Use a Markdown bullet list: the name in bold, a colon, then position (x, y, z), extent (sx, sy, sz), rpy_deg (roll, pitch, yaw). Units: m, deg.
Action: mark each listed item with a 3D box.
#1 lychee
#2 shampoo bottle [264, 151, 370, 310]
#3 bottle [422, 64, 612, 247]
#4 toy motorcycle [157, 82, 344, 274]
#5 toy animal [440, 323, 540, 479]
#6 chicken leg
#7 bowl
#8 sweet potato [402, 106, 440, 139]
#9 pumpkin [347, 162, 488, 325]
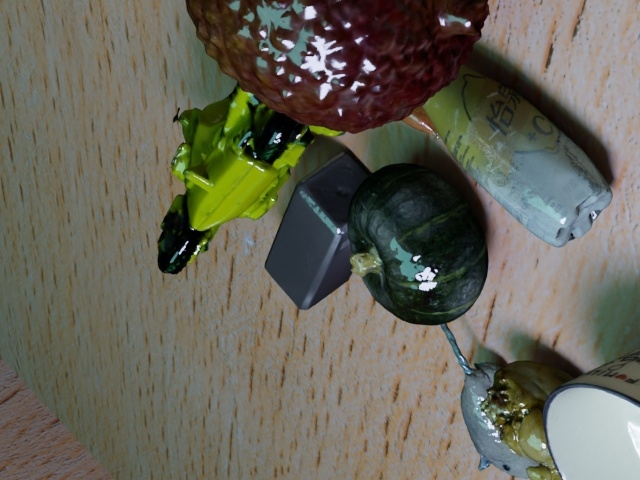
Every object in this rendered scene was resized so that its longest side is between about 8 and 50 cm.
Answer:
- **lychee**: position (0.013, -0.215, 1.229), extent (0.260, 0.260, 0.260), rpy_deg (40, 151, 27)
- **shampoo bottle**: position (0.000, 0.000, 1.725), extent (0.079, 0.080, 0.246), rpy_deg (49, 154, 13)
- **bottle**: position (0.139, -0.108, 1.355), extent (0.269, 0.083, 0.083), rpy_deg (47, 154, 22)
- **toy motorcycle**: position (-0.072, -0.105, 1.617), extent (0.142, 0.206, 0.342), rpy_deg (22, 144, -18)
- **toy animal**: position (0.163, 0.149, 1.654), extent (0.079, 0.070, 0.253), rpy_deg (-25, 98, 48)
- **chicken leg**: position (0.254, 0.201, 1.521), extent (0.228, 0.103, 0.088), rpy_deg (39, 136, 21)
- **bowl**: position (0.322, 0.188, 1.357), extent (0.238, 0.126, 0.238), rpy_deg (39, 151, 28)
- **sweet potato**: position (0.083, -0.131, 1.474), extent (0.095, 0.034, 0.034), rpy_deg (42, 152, 22)
- **pumpkin**: position (0.093, 0.006, 1.524), extent (0.167, 0.125, 0.167), rpy_deg (39, 161, 16)
